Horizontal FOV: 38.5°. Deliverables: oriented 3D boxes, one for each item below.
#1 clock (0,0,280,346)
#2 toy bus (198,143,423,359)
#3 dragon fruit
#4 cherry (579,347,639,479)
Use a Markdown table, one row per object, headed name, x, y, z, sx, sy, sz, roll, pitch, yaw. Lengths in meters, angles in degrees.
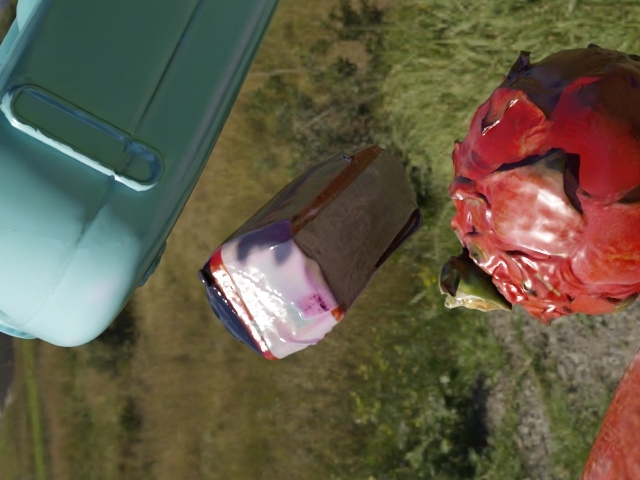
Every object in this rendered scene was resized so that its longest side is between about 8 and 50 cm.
| name | x | y | z | sx | sy | sz | roll | pitch | yaw |
| --- | --- | --- | --- | --- | --- | --- | --- | --- | --- |
| clock | -0.120 | -0.060 | 0.449 | 0.274 | 0.094 | 0.223 | -18 | 47 | 61 |
| toy bus | 0.000 | 0.000 | 0.958 | 0.147 | 0.302 | 0.127 | -27 | 100 | 33 |
| dragon fruit | 0.166 | -0.039 | 0.602 | 0.209 | 0.172 | 0.172 | -63 | 14 | -14 |
| cherry | 0.265 | 0.175 | 0.539 | 0.206 | 0.239 | 0.239 | -113 | 26 | -49 |
